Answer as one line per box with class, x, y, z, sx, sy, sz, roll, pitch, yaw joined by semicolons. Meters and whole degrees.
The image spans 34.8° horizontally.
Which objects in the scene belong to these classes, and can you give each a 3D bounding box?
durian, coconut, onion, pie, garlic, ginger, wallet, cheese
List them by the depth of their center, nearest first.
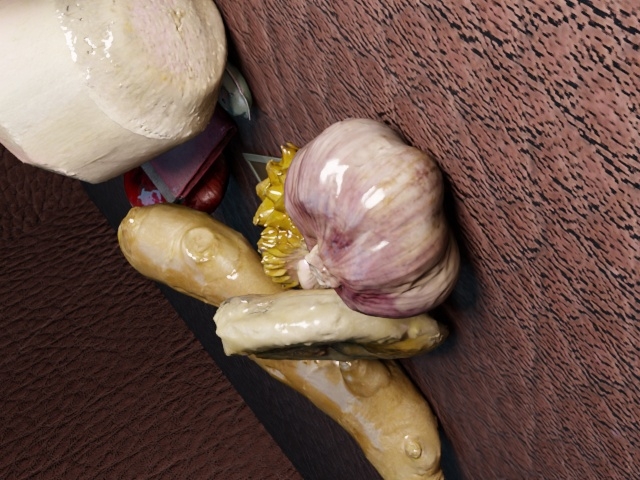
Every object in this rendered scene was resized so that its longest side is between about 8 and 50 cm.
garlic;0.032;-0.010;0.712;0.147;0.102;0.159;54;166;18
pie;0.016;0.074;0.860;0.218;0.185;0.052;31;-125;-68
durian;-0.008;0.010;0.893;0.140;0.078;0.224;66;-175;37
coconut;-0.211;-0.160;0.910;0.234;0.224;0.224;-9;121;34
cheese;-0.098;-0.159;0.990;0.121;0.026;0.067;48;164;34
ginger;-0.029;0.098;1.102;0.348;0.122;0.363;24;158;50
wallet;-0.192;-0.159;1.167;0.232;0.119;0.025;50;-160;27
onion;-0.170;-0.079;1.224;0.131;0.131;0.131;52;166;19

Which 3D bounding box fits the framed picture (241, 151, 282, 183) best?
framed picture;-0.019;-0.028;1.049;0.142;0.011;0.183;61;167;-16
